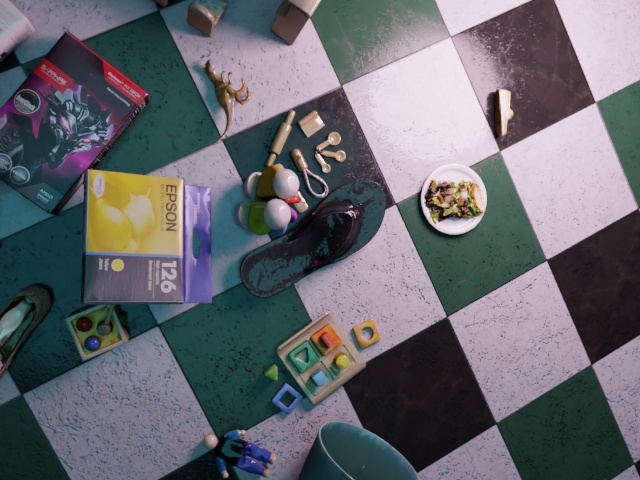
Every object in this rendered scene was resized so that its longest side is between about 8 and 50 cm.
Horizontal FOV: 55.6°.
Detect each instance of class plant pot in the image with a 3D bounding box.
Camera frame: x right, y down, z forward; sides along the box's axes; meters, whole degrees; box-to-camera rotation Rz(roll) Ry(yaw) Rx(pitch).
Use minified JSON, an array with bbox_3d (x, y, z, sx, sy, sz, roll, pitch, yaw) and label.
[{"bbox_3d":[0.069,0.640,1.522,0.293,0.293,0.235,27,100,-13],"label":"plant pot"}]

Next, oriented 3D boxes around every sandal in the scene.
[{"bbox_3d":[0.000,0.003,1.571,0.446,0.107,0.167,-36,99,-10],"label":"sandal"}]

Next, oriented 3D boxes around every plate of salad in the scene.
[{"bbox_3d":[0.377,-0.115,1.692,0.200,0.048,0.199,0,92,-14],"label":"plate of salad"}]

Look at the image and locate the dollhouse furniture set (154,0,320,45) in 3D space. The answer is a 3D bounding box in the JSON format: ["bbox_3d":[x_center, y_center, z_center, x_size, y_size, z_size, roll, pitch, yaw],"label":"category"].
[{"bbox_3d":[-0.172,-0.672,1.439,0.394,0.256,0.362,32,84,-12],"label":"dollhouse furniture set"}]

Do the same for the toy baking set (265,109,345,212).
[{"bbox_3d":[-0.042,-0.214,1.596,0.197,0.030,0.256,29,84,-13],"label":"toy baking set"}]

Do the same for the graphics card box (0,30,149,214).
[{"bbox_3d":[-0.608,-0.271,1.426,0.233,0.094,0.371,39,83,-12],"label":"graphics card box"}]

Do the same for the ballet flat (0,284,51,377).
[{"bbox_3d":[-0.747,0.237,1.395,0.108,0.106,0.316,34,84,-12],"label":"ballet flat"}]

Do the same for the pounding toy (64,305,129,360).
[{"bbox_3d":[-0.523,0.198,1.452,0.141,0.100,0.130,-23,96,-13],"label":"pounding toy"}]

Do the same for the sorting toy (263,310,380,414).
[{"bbox_3d":[0.007,0.314,1.611,0.348,0.047,0.196,-36,99,-11],"label":"sorting toy"}]

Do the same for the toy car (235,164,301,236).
[{"bbox_3d":[-0.114,-0.090,1.527,0.136,0.159,0.181,28,71,-44],"label":"toy car"}]

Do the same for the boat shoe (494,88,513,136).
[{"bbox_3d":[0.522,-0.362,1.720,0.045,0.050,0.135,-2,92,-8],"label":"boat shoe"}]

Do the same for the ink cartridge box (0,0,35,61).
[{"bbox_3d":[-0.795,-0.474,1.375,0.160,0.092,0.219,45,82,-10],"label":"ink cartridge box"}]

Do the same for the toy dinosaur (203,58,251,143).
[{"bbox_3d":[-0.234,-0.356,1.540,0.112,0.064,0.211,-18,86,5],"label":"toy dinosaur"}]

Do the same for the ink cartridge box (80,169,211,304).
[{"bbox_3d":[-0.398,-0.001,1.434,0.307,0.072,0.303,2,80,-26],"label":"ink cartridge box"}]

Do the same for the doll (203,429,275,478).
[{"bbox_3d":[-0.216,0.551,1.562,0.189,0.046,0.129,29,84,-13],"label":"doll"}]
